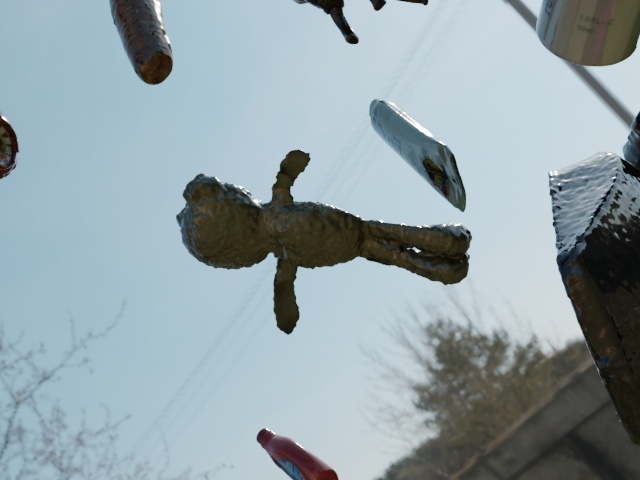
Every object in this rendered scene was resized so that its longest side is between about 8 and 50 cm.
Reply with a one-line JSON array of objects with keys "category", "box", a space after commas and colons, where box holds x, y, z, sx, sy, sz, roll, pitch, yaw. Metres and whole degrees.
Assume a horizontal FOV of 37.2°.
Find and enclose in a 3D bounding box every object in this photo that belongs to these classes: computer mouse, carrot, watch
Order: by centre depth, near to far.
[{"category": "computer mouse", "box": [0.243, 0.026, 0.732, 0.087, 0.168, 0.295, -20, 15, 21]}, {"category": "carrot", "box": [-0.205, -0.243, 1.080, 0.060, 0.186, 0.060, -11, -39, -9]}, {"category": "watch", "box": [-0.564, -0.116, 1.377, 0.268, 0.102, 0.165, -7, 26, 29]}]

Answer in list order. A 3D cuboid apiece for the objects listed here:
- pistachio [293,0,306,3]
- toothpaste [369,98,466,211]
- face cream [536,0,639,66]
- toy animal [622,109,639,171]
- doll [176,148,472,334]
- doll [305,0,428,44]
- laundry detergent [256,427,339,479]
[{"category": "pistachio", "box": [0.000, -0.457, 1.481, 0.136, 0.136, 0.226, -28, -15, -28]}, {"category": "toothpaste", "box": [0.092, -0.101, 0.960, 0.037, 0.255, 0.067, -20, -63, -6]}, {"category": "face cream", "box": [0.239, -0.282, 0.727, 0.092, 0.092, 0.311, -29, -34, -26]}, {"category": "toy animal", "box": [0.474, -0.112, 1.014, 0.212, 0.267, 0.212, -59, -9, -15]}, {"category": "doll", "box": [-0.004, -0.013, 0.974, 0.286, 0.091, 0.202, -14, -50, 26]}, {"category": "doll", "box": [0.016, -0.273, 0.956, 0.139, 0.165, 0.057, -40, -19, -35]}, {"category": "laundry detergent", "box": [-0.041, 0.357, 1.532, 0.049, 0.165, 0.097, -36, -47, -26]}]
